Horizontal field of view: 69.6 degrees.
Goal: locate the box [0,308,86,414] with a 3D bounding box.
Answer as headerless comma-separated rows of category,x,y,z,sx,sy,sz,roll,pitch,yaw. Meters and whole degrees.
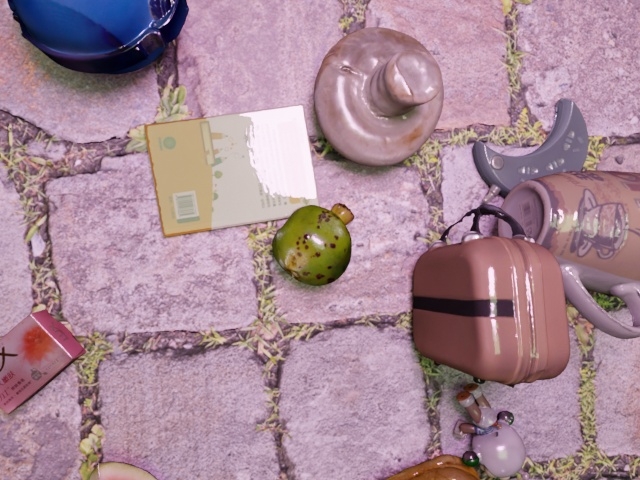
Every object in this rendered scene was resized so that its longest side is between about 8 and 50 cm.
box,-0.508,0.206,0.798,0.156,0.060,0.111,-43,93,-5

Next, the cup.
cup,0.459,0.018,0.796,0.256,0.227,0.301,4,65,-12

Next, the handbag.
handbag,0.263,0.080,0.770,0.149,0.302,0.284,3,85,-7

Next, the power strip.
power strip,0.413,-0.159,0.904,0.253,0.054,0.168,-29,93,-6

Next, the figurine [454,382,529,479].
figurine,0.320,0.369,0.881,0.147,0.093,0.197,-32,86,-27

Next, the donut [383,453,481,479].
donut,0.200,0.530,0.847,0.261,0.128,0.209,-22,93,-4

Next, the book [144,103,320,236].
book,-0.159,-0.131,0.854,0.295,0.020,0.208,-9,92,-7

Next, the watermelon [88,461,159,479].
watermelon,-0.360,0.496,0.804,0.193,0.137,0.145,44,121,-5

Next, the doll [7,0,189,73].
doll,-0.337,-0.412,0.732,0.284,0.240,0.310,17,83,8

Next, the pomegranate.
pomegranate,0.002,0.003,0.820,0.169,0.122,0.143,-37,106,-8

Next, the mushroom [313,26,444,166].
mushroom,0.110,-0.254,0.783,0.243,0.243,0.244,0,90,-7
